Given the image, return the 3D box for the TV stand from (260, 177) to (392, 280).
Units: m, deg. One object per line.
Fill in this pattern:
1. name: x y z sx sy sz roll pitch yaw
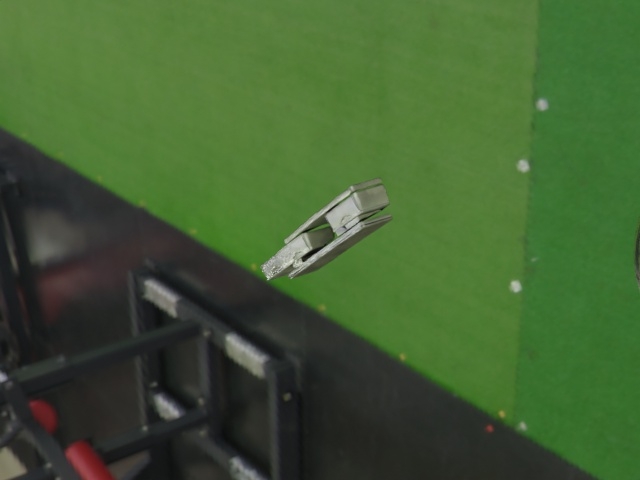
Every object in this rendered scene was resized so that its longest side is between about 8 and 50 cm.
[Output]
1. TV stand: 0.000 0.000 1.091 0.249 0.036 0.042 -37 75 60

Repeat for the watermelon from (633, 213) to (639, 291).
1. watermelon: 0.425 0.028 0.993 0.269 0.269 0.269 29 127 47
